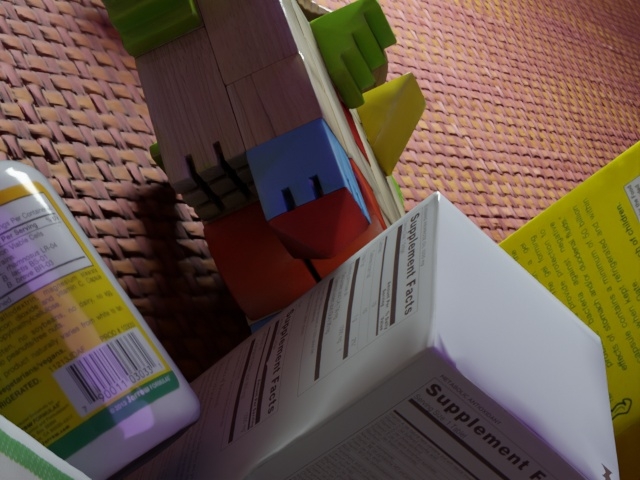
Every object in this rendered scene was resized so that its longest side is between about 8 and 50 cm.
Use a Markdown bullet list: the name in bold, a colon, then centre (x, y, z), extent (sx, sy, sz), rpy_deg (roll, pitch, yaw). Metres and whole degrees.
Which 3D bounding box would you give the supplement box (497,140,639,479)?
- **supplement box**: centre (0.249, 0.081, 0.980), extent (0.194, 0.356, 0.195), rpy_deg (26, 36, -39)

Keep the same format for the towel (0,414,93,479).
- **towel**: centre (-0.121, 0.207, 0.427), extent (0.248, 0.038, 0.325), rpy_deg (62, 21, -59)

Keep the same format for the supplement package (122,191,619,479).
- **supplement package**: centre (0.018, 0.116, 0.705), extent (0.139, 0.244, 0.134), rpy_deg (41, 29, -20)

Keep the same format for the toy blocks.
- **toy blocks**: centre (0.000, 0.000, 0.863), extent (0.381, 0.191, 0.261), rpy_deg (54, 15, -58)

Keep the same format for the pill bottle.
- **pill bottle**: centre (-0.163, 0.035, 0.669), extent (0.208, 0.117, 0.117), rpy_deg (55, 27, 6)

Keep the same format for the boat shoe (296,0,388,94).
- **boat shoe**: centre (-0.063, -0.194, 1.147), extent (0.285, 0.104, 0.089), rpy_deg (34, -7, -39)
